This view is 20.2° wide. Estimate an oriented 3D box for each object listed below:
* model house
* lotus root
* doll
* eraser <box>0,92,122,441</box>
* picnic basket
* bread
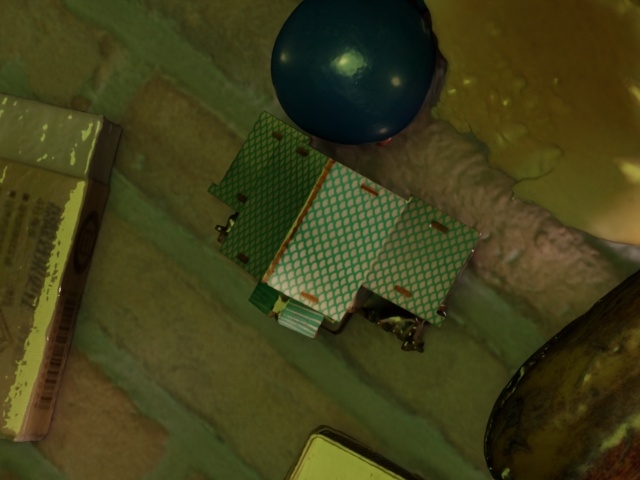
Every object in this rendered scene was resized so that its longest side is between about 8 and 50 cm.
[{"bbox_3d":[0.000,0.000,1.711,0.271,0.206,0.178,33,92,13],"label":"model house"},{"bbox_3d":[0.320,0.126,1.639,0.397,0.179,0.196,-37,79,7],"label":"lotus root"},{"bbox_3d":[0.045,-0.215,1.763,0.215,0.161,0.257,11,71,27],"label":"doll"},{"bbox_3d":[-0.316,0.027,1.848,0.144,0.078,0.343,14,87,13],"label":"eraser"},{"bbox_3d":[0.041,0.265,1.743,0.164,0.079,0.115,29,90,13],"label":"picnic basket"},{"bbox_3d":[0.256,-0.204,1.615,0.329,0.245,0.424,-31,80,-11],"label":"bread"}]
